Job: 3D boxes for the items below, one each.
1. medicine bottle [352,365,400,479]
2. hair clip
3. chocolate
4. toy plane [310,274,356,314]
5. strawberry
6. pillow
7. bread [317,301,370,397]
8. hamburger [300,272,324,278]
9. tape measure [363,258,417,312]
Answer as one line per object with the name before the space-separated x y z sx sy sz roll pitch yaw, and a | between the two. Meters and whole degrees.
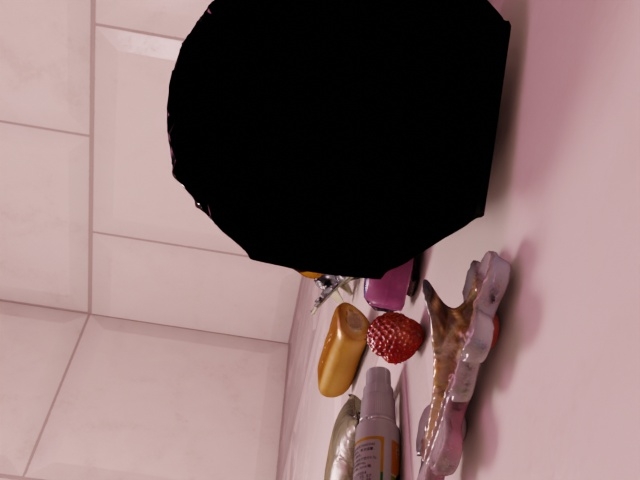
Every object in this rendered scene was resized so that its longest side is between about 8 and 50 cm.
medicine bottle | 0.080 0.280 1.106 0.220 0.061 0.092 -84 -14 -44
hair clip | 0.124 0.127 0.772 0.146 0.075 0.257 -85 -1 -66
chocolate | 0.029 -0.112 0.973 0.331 0.384 0.383 53 -136 -73
toy plane | 0.048 0.069 1.774 0.192 0.088 0.262 -52 -7 -29
strawberry | 0.102 0.127 1.064 0.083 0.073 0.073 167 113 -67
pillow | 0.039 0.394 1.257 0.185 0.075 0.302 -127 44 -87
bread | 0.045 0.215 1.568 0.239 0.074 0.092 105 168 -50
hamburger | -0.008 -0.005 1.948 0.118 0.191 0.181 -87 0 -70
tape measure | 0.104 0.037 1.178 0.118 0.074 0.125 96 -175 -50
